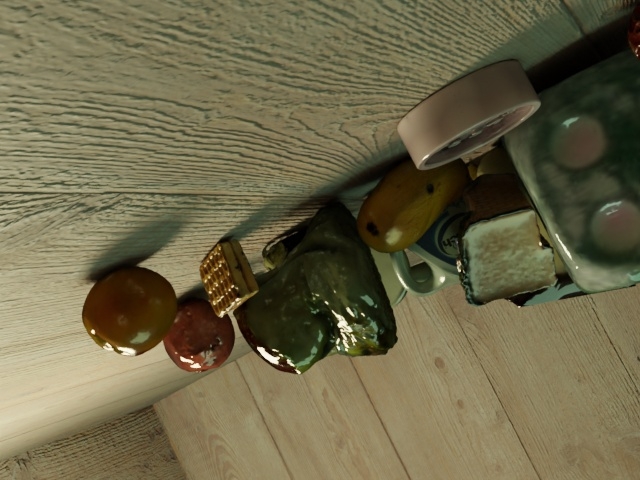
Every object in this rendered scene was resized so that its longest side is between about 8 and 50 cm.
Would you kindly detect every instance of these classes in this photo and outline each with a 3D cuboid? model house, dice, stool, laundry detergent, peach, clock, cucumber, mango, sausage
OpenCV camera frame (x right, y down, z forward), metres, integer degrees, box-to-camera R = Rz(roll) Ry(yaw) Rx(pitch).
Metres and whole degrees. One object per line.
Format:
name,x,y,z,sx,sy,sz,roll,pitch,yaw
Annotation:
model house,0.308,-0.015,1.649,0.167,0.182,0.172,-14,-147,3
dice,0.502,-0.128,1.499,0.348,0.327,0.330,-25,-179,12
stool,0.158,0.053,2.158,0.195,0.195,0.199,-32,172,33
laundry detergent,0.235,0.007,1.789,0.215,0.280,0.105,-27,-157,1
peach,-0.274,0.102,1.352,0.138,0.138,0.138,-26,172,-4
clock,0.210,-0.175,1.327,0.197,0.068,0.197,-26,171,-4
cucumber,0.000,-0.002,1.788,0.245,0.067,0.067,-22,171,-37
mango,0.158,-0.076,1.600,0.262,0.109,0.157,-37,149,-38
sausage,-0.255,0.199,1.945,0.152,0.152,0.279,-25,174,-13

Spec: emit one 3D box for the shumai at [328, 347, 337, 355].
shumai,-0.038,0.122,1.951,0.222,0.225,0.260,-6,121,-40

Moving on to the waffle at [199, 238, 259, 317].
waffle,-0.155,0.063,1.552,0.042,0.102,0.148,-18,170,-26

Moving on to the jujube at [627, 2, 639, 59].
jujube,0.519,-0.303,1.223,0.155,0.155,0.230,-20,172,-40

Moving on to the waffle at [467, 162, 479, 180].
waffle,0.269,-0.092,2.082,0.219,0.057,0.229,-28,172,15

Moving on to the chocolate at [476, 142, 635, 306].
chocolate,0.455,-0.076,1.860,0.314,0.297,0.326,-11,-144,6

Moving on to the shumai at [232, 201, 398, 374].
shumai,-0.021,0.100,1.664,0.264,0.309,0.304,-22,-143,4
